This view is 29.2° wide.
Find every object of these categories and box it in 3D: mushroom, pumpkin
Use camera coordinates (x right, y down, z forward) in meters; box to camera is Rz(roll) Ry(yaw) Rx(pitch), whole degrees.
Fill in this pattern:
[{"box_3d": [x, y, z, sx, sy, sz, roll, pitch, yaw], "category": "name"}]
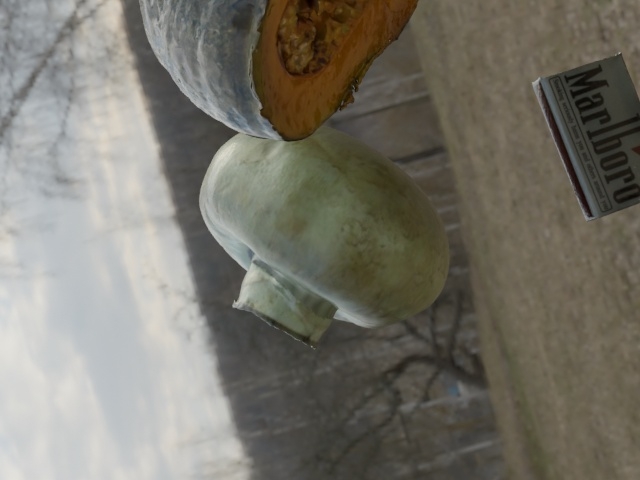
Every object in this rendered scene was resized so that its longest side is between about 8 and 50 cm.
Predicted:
[{"box_3d": [0.000, 0.000, 1.582, 0.260, 0.352, 0.352, -61, -3, -6], "category": "mushroom"}, {"box_3d": [-0.045, -0.241, 1.173, 0.232, 0.325, 0.242, 17, 143, 33], "category": "pumpkin"}]

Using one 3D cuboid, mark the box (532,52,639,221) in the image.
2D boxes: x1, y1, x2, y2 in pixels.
[{"box_3d": [0.331, -0.122, 1.438, 0.177, 0.115, 0.036, 69, 162, 4], "category": "box"}]
